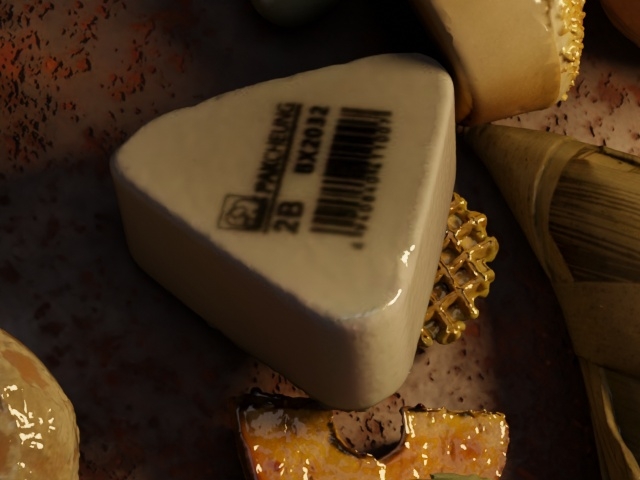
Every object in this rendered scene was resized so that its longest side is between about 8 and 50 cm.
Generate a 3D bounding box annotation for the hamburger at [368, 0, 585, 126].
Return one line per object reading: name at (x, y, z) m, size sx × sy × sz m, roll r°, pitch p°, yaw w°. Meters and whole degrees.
hamburger at (0.149, -0.254, 1.869) m, size 0.170 × 0.302 × 0.302 m, roll -31°, pitch 78°, yaw -6°

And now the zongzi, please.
zongzi at (0.271, 0.160, 1.831) m, size 0.467 × 0.218 × 0.500 m, roll 16°, pitch 74°, yaw 26°

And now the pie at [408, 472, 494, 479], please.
pie at (0.116, 0.360, 1.678) m, size 0.296 × 0.078 × 0.371 m, roll -33°, pitch 101°, yaw -16°

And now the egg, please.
egg at (-0.314, 0.169, 1.649) m, size 0.203 × 0.203 × 0.245 m, roll -28°, pitch 78°, yaw -21°

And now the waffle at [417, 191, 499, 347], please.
waffle at (0.081, 0.024, 1.865) m, size 0.191 × 0.038 × 0.191 m, roll 0°, pitch 70°, yaw 0°

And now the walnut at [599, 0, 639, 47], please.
walnut at (0.443, -0.352, 1.951) m, size 0.381 × 0.381 × 0.381 m, roll 4°, pitch 68°, yaw -11°

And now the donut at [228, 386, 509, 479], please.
donut at (0.036, 0.227, 1.756) m, size 0.259 × 0.101 × 0.152 m, roll 7°, pitch 69°, yaw -11°

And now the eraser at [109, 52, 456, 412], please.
eraser at (0.000, 0.000, 1.748) m, size 0.331 × 0.150 × 0.331 m, roll -2°, pitch 53°, yaw 2°

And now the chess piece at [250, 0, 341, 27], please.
chess piece at (-0.066, -0.329, 1.944) m, size 0.144 × 0.144 × 0.251 m, roll -29°, pitch 84°, yaw -21°
